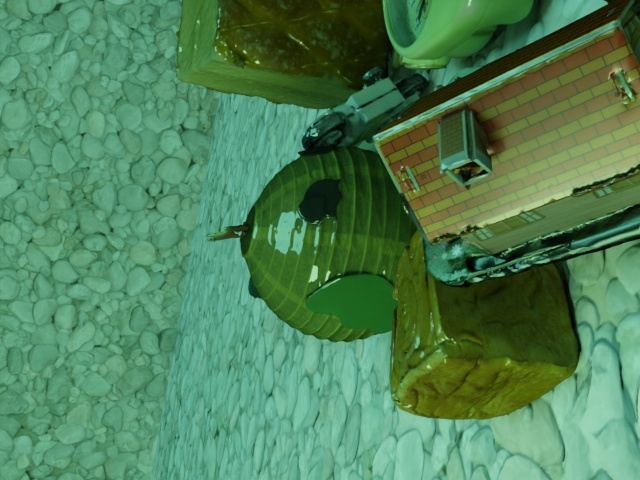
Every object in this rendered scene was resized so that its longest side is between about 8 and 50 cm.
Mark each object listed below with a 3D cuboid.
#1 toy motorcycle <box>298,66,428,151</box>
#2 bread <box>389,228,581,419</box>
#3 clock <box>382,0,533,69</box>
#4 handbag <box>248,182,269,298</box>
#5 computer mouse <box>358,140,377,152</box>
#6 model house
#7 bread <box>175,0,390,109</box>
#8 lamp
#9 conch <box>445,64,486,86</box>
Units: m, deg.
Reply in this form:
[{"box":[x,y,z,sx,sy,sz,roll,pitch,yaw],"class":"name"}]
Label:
[{"box":[0.047,-0.156,1.107,0.074,0.229,0.151,53,145,6],"class":"toy motorcycle"},{"box":[0.142,0.077,0.771,0.149,0.143,0.158,120,157,-47],"class":"bread"},{"box":[0.146,-0.325,0.991,0.308,0.096,0.234,145,122,-72],"class":"clock"},{"box":[-0.040,-0.001,1.451,0.326,0.089,0.238,-175,95,-73],"class":"handbag"},{"box":[0.060,-0.200,1.307,0.181,0.056,0.089,-122,50,-65],"class":"computer mouse"},{"box":[0.160,-0.106,0.605,0.294,0.154,0.206,-22,57,36],"class":"model house"},{"box":[-0.051,-0.352,1.189,0.207,0.279,0.278,178,95,-65],"class":"bread"},{"box":[0.000,0.000,1.015,0.250,0.285,0.250,-173,90,-77],"class":"lamp"},{"box":[0.161,-0.084,0.875,0.185,0.121,0.221,-54,-17,-56],"class":"conch"}]
